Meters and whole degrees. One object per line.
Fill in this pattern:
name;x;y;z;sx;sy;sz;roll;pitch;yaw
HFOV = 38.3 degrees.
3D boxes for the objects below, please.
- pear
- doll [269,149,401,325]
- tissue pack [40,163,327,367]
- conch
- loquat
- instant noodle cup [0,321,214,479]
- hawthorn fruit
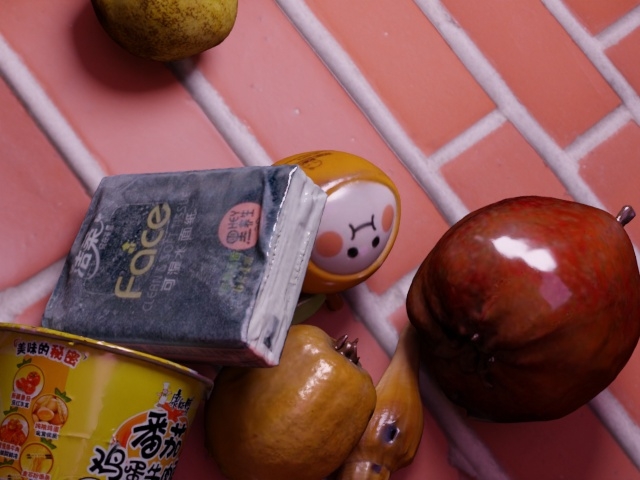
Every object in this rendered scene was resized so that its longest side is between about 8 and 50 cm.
pear;-0.208;-0.338;1.268;0.197;0.197;0.197;6;68;-16
doll;0.000;0.000;1.226;0.213;0.213;0.236;-15;117;-23
tissue pack;-0.162;0.031;1.089;0.103;0.315;0.228;46;51;-46
conch;0.093;0.223;1.206;0.109;0.093;0.330;28;63;-1
loquat;-0.034;0.201;1.121;0.234;0.176;0.187;-42;68;-14
instant noodle cup;-0.267;0.218;1.008;0.264;0.264;0.200;18;74;-12
hawthorn fruit;0.274;0.080;1.223;0.308;0.308;0.325;46;32;2
